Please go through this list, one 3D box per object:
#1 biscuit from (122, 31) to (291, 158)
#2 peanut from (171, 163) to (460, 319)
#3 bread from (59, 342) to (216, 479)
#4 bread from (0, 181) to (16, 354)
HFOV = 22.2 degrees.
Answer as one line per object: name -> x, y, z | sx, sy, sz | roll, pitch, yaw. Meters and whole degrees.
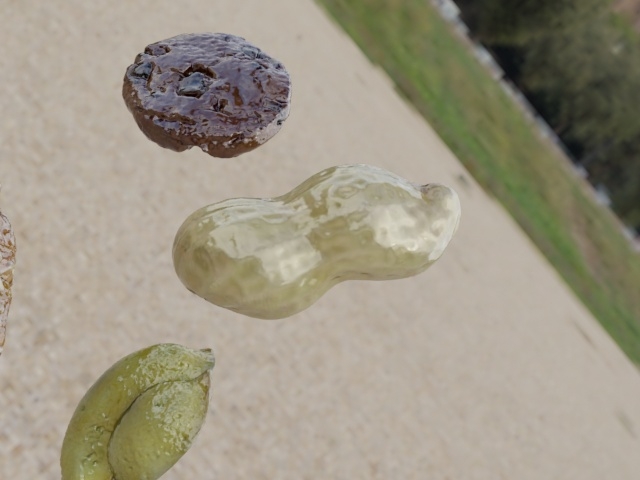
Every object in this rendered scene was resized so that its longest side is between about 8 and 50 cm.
biscuit -> -0.121, -0.162, 1.766 | 0.192, 0.192, 0.049 | 55, -27, 35
peanut -> 0.000, 0.000, 1.009 | 0.082, 0.187, 0.082 | 163, -90, -75
bread -> -0.167, 0.161, 1.390 | 0.065, 0.188, 0.149 | 44, 11, -25
bread -> -0.209, -0.036, 0.840 | 0.105, 0.076, 0.233 | -17, -85, 54
